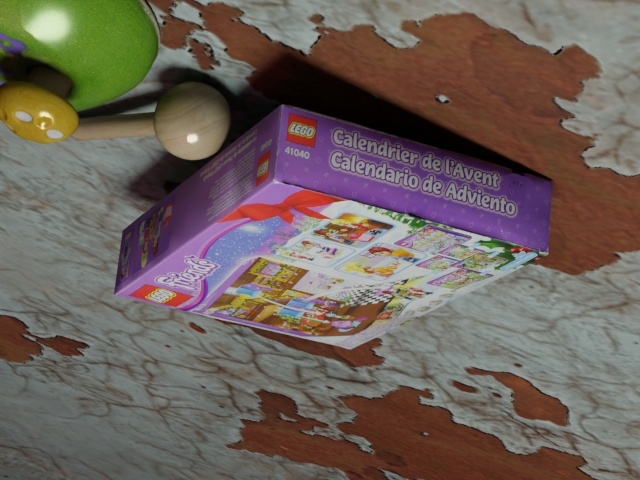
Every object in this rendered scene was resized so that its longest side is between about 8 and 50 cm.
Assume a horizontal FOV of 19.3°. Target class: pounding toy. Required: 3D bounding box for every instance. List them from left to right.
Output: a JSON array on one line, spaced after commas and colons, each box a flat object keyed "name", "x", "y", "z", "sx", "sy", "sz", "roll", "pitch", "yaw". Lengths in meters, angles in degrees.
[{"name": "pounding toy", "x": -0.190, "y": -0.098, "z": 1.217, "sx": 0.183, "sy": 0.110, "sz": 0.237, "roll": -4, "pitch": 147, "yaw": 41}]

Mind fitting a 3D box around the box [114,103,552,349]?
[{"name": "box", "x": 0.000, "y": 0.000, "z": 1.312, "sx": 0.201, "sy": 0.057, "sz": 0.293, "roll": 14, "pitch": 159, "yaw": -23}]
